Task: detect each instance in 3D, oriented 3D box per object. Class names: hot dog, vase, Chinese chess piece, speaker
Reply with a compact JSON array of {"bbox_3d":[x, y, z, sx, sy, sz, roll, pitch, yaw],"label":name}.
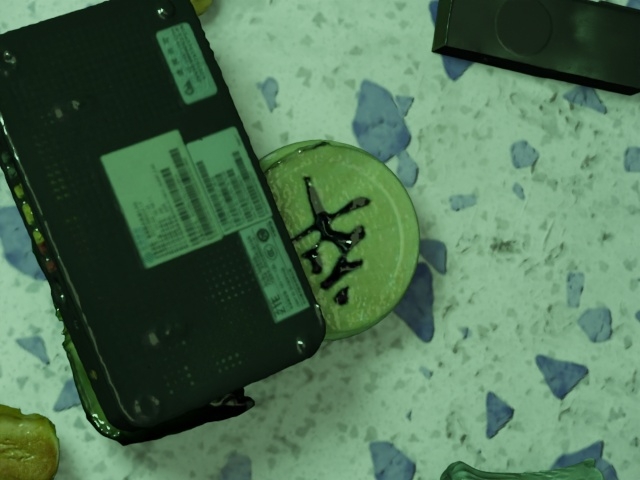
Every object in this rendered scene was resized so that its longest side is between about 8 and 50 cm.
[{"bbox_3d":[-0.371,0.175,1.473,0.288,0.068,0.083,5,92,-12],"label":"hot dog"},{"bbox_3d":[0.189,0.245,1.631,0.148,0.081,0.081,5,86,-12],"label":"vase"},{"bbox_3d":[0.000,0.000,1.583,0.188,0.083,0.189,2,85,-18],"label":"Chinese chess piece"},{"bbox_3d":[0.221,-0.204,1.676,0.218,0.044,0.082,11,84,-15],"label":"speaker"}]

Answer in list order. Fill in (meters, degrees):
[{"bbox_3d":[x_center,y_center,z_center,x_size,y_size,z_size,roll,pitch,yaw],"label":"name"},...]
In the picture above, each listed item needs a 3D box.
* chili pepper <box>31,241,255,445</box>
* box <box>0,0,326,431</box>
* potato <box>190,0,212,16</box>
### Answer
[{"bbox_3d":[-0.171,0.049,1.526,0.148,0.116,0.265,-22,93,-4],"label":"chili pepper"},{"bbox_3d":[-0.147,-0.030,1.453,0.211,0.058,0.350,-23,89,-30],"label":"box"},{"bbox_3d":[-0.125,-0.249,1.575,0.068,0.062,0.083,-4,110,-1],"label":"potato"}]
